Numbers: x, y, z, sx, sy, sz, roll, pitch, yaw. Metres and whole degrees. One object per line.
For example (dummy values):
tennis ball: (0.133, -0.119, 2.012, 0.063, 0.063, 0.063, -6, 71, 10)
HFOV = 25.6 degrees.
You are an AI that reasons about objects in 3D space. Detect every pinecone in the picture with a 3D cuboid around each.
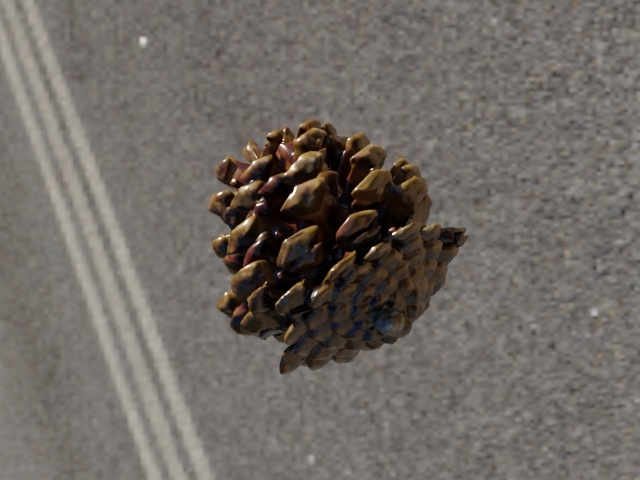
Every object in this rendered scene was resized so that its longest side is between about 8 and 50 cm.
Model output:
pinecone: (0.000, 0.000, 0.897, 0.173, 0.173, 0.174, 12, 104, 63)
